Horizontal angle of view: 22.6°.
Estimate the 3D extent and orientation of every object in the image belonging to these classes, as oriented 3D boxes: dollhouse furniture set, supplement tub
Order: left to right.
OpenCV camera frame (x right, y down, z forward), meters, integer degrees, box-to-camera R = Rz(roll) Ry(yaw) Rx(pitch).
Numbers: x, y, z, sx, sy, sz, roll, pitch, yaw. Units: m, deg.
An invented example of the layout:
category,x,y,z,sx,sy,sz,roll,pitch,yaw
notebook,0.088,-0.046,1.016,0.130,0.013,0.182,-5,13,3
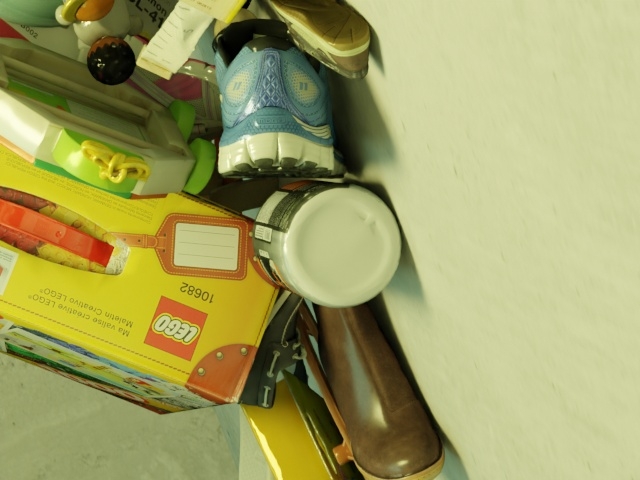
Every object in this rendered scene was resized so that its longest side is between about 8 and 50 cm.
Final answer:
category,x,y,z,sx,sy,sz,roll,pitch,yaw
dollhouse furniture set,-0.121,-0.058,2.095,0.262,0.135,0.259,-125,27,-47
supplement tub,0.000,0.000,1.548,0.190,0.117,0.117,-166,54,-77

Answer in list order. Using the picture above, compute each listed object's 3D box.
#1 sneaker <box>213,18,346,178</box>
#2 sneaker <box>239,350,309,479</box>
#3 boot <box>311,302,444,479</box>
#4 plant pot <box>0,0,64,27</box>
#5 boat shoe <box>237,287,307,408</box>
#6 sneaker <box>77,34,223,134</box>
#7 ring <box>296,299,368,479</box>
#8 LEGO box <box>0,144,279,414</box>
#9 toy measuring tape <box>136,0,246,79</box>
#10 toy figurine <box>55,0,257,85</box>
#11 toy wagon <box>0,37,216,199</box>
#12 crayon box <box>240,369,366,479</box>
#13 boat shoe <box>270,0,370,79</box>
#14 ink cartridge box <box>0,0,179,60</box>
category,x,y,z,sx,sy,sz,roll,pitch,yaw
sneaker,-0.036,-0.130,1.503,0.330,0.130,0.147,-170,81,-86
sneaker,-0.028,0.261,2.241,0.104,0.147,0.295,-26,53,49
boot,0.042,0.129,1.668,0.248,0.090,0.207,-128,16,-65
plant pot,-0.254,-0.383,1.692,0.196,0.293,0.293,-2,113,49
boat shoe,-0.044,0.108,1.742,0.206,0.065,0.075,-61,6,39
sneaker,-0.165,-0.154,1.787,0.103,0.252,0.111,-24,-44,-83
ring,0.005,0.171,1.904,0.336,0.032,0.336,-25,-90,-89
LEGO box,-0.330,0.012,1.763,0.193,0.500,0.372,-70,14,-14
toy measuring tape,-0.085,-0.249,1.379,0.121,0.121,0.330,66,154,8
toy figurine,-0.157,-0.250,1.554,0.213,0.210,0.148,94,160,-69
toy wagon,-0.236,-0.115,1.567,0.068,0.267,0.344,-63,24,16
crayon box,0.001,0.286,1.987,0.202,0.081,0.318,63,-176,21
boat shoe,-0.003,-0.181,1.362,0.152,0.056,0.049,-127,23,-51
ink cartridge box,-0.307,-0.246,1.874,0.131,0.306,0.226,-11,140,43
